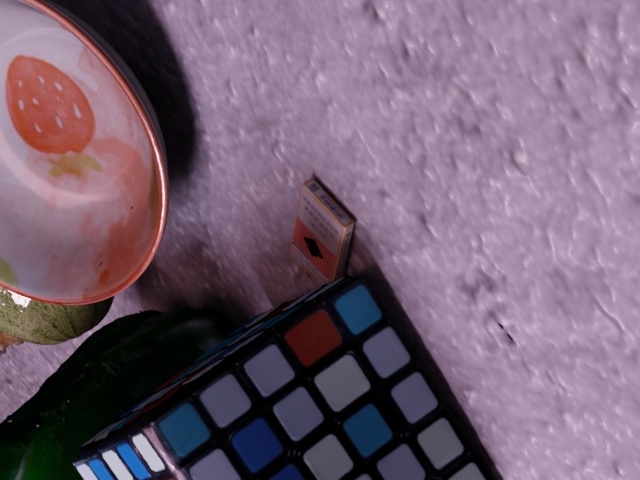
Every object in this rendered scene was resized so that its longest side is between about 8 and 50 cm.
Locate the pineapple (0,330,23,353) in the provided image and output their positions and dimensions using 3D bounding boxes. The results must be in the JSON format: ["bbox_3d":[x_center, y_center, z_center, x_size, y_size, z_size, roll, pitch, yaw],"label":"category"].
[{"bbox_3d":[-0.317,0.054,1.689,0.128,0.128,0.248,58,156,1],"label":"pineapple"}]

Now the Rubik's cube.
[{"bbox_3d":[-0.028,0.156,1.215,0.184,0.187,0.182,58,154,-2],"label":"Rubik's cube"}]

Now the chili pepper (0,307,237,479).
[{"bbox_3d":[-0.144,0.196,1.399,0.233,0.256,0.249,-8,109,48],"label":"chili pepper"}]

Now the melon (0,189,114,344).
[{"bbox_3d":[-0.245,-0.005,1.482,0.192,0.139,0.139,62,153,-1],"label":"melon"}]

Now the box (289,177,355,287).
[{"bbox_3d":[0.000,0.000,1.210,0.046,0.012,0.083,46,149,23],"label":"box"}]

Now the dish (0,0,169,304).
[{"bbox_3d":[-0.204,-0.084,1.344,0.260,0.085,0.260,15,125,23],"label":"dish"}]
